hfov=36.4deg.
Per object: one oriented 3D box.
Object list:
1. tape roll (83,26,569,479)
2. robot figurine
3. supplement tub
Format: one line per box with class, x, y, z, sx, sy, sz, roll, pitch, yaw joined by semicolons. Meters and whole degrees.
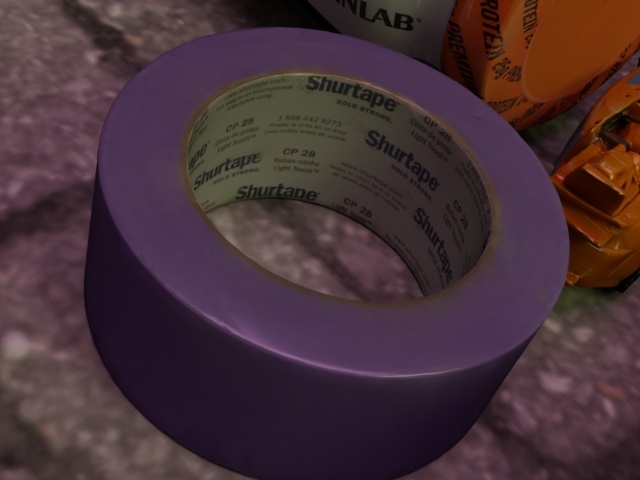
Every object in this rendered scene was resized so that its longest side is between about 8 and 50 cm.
tape roll;0.000;0.000;0.407;0.189;0.080;0.189;10;47;-11
robot figurine;0.234;-0.029;0.508;0.211;0.085;0.291;43;50;15
supplement tub;0.037;-0.227;0.541;0.207;0.207;0.338;-23;59;-34
